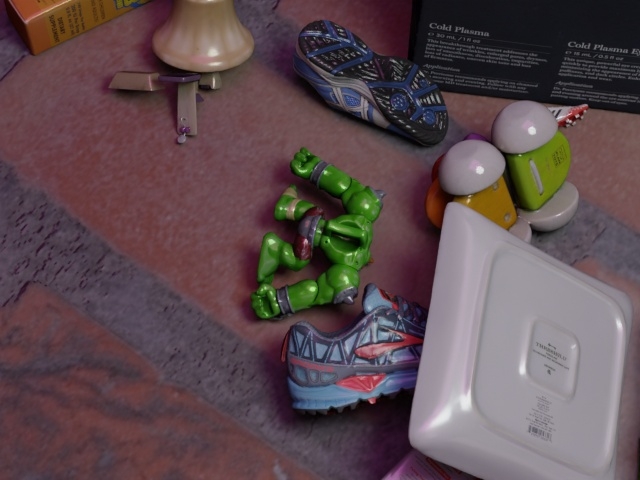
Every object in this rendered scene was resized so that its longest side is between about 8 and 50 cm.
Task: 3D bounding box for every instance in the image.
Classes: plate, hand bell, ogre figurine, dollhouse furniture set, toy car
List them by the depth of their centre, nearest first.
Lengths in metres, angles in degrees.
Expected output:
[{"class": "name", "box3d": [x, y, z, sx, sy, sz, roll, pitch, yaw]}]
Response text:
[{"class": "plate", "box3d": [0.226, 0.127, 1.434, 0.277, 0.045, 0.278, 27, 61, -28]}, {"class": "ogre figurine", "box3d": [0.000, 0.000, 1.539, 0.118, 0.097, 0.197, 11, 52, 16]}, {"class": "toy car", "box3d": [0.197, -0.070, 1.569, 0.182, 0.159, 0.136, -37, 34, -18]}, {"class": "hand bell", "box3d": [-0.135, -0.329, 1.595, 0.126, 0.242, 0.126, 3, 40, -2]}, {"class": "dollhouse furniture set", "box3d": [-0.188, -0.162, 1.658, 0.114, 0.091, 0.081, 7, 104, 25]}]

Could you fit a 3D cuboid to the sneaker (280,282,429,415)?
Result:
[{"class": "sneaker", "box3d": [0.086, 0.101, 1.466, 0.261, 0.104, 0.125, -14, 89, -9]}]

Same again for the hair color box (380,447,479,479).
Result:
[{"class": "hair color box", "box3d": [0.115, 0.252, 1.447, 0.141, 0.043, 0.072, -41, 72, -18]}]

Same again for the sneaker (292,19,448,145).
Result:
[{"class": "sneaker", "box3d": [0.060, -0.182, 1.644, 0.211, 0.081, 0.080, 35, 65, -5]}]

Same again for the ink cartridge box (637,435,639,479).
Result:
[{"class": "ink cartridge box", "box3d": [0.438, 0.204, 1.456, 0.188, 0.097, 0.255, 8, 62, 2]}]

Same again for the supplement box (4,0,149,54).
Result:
[{"class": "supplement box", "box3d": [-0.270, -0.320, 1.694, 0.233, 0.078, 0.080, -31, 69, -15]}]

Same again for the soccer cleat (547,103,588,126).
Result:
[{"class": "soccer cleat", "box3d": [0.283, -0.150, 1.660, 0.083, 0.029, 0.036, -26, 72, -9]}]

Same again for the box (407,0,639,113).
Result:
[{"class": "box", "box3d": [0.285, -0.312, 1.582, 0.343, 0.312, 0.179, 7, 64, 0]}]
